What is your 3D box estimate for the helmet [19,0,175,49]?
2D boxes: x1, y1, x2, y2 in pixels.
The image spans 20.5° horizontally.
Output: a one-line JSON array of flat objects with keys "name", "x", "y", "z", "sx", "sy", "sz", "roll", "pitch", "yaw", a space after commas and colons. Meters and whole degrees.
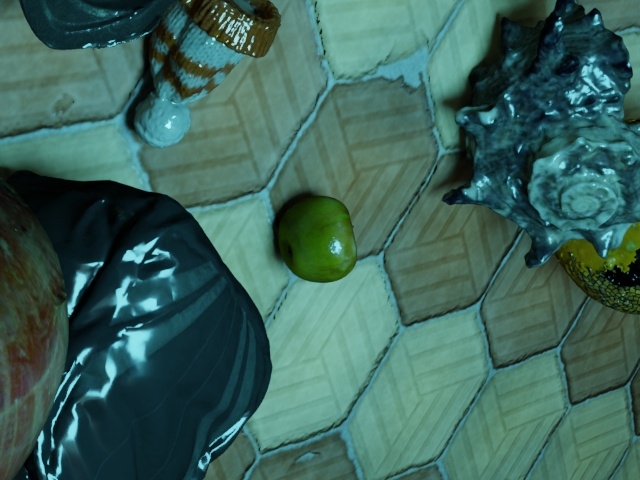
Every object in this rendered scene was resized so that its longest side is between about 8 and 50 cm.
[{"name": "helmet", "x": -0.140, "y": -0.278, "z": 1.376, "sx": 0.253, "sy": 0.154, "sz": 0.198, "roll": -22, "pitch": 153, "yaw": -14}]

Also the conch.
[{"name": "conch", "x": 0.263, "y": -0.108, "z": 1.883, "sx": 0.186, "sy": 0.240, "sz": 0.313, "roll": -31, "pitch": 124, "yaw": -50}]

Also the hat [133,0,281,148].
[{"name": "hat", "x": -0.114, "y": -0.157, "z": 1.558, "sx": 0.112, "sy": 0.093, "sz": 0.162, "roll": 18, "pitch": 119, "yaw": -43}]

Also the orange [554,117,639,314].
[{"name": "orange", "x": 0.373, "y": -0.031, "z": 2.060, "sx": 0.182, "sy": 0.234, "sz": 0.234, "roll": 19, "pitch": 101, "yaw": -45}]

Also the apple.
[{"name": "apple", "x": 0.000, "y": 0.000, "z": 1.777, "sx": 0.074, "sy": 0.089, "sz": 0.089, "roll": -17, "pitch": 130, "yaw": -18}]

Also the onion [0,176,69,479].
[{"name": "onion", "x": -0.339, "y": 0.047, "z": 1.199, "sx": 0.353, "sy": 0.353, "sz": 0.354, "roll": -28, "pitch": 134, "yaw": -34}]

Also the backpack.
[{"name": "backpack", "x": -0.248, "y": 0.175, "z": 1.493, "sx": 0.446, "sy": 0.255, "sz": 0.363, "roll": -59, "pitch": 147, "yaw": -22}]
